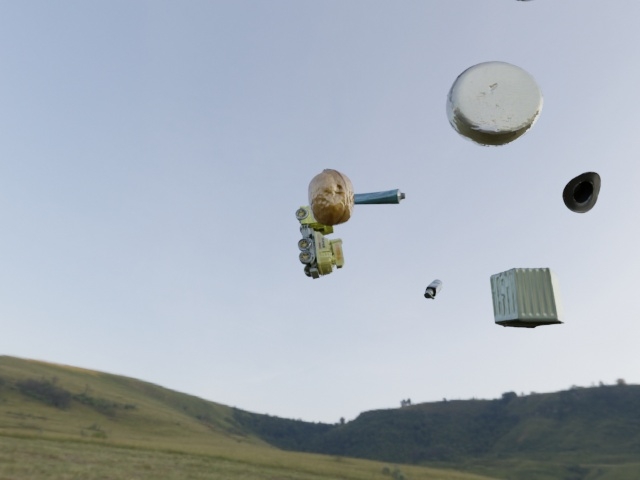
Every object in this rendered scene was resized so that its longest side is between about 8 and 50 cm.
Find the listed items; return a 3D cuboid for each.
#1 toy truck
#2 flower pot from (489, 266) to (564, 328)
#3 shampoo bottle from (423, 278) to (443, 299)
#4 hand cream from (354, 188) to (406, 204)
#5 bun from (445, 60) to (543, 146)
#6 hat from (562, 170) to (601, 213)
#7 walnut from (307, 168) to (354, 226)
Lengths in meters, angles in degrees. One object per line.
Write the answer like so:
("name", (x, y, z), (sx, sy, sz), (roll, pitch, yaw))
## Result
("toy truck", (0.000, 0.000, 1.513), (0.157, 0.272, 0.124), (-9, -32, 3))
("flower pot", (0.738, 0.210, 1.515), (0.209, 0.189, 0.239), (8, -17, -19))
("shampoo bottle", (0.551, 0.243, 2.060), (0.064, 0.057, 0.208), (4, 13, 28))
("hand cream", (0.164, -0.136, 1.356), (0.224, 0.083, 0.048), (0, -61, 27))
("bun", (0.265, -0.201, 0.660), (0.138, 0.138, 0.094), (-2, -19, 11))
("hat", (0.704, -0.134, 1.147), (0.121, 0.050, 0.121), (-3, -76, -10))
("walnut", (0.034, -0.128, 1.267), (0.144, 0.180, 0.144), (-9, -9, -1))
